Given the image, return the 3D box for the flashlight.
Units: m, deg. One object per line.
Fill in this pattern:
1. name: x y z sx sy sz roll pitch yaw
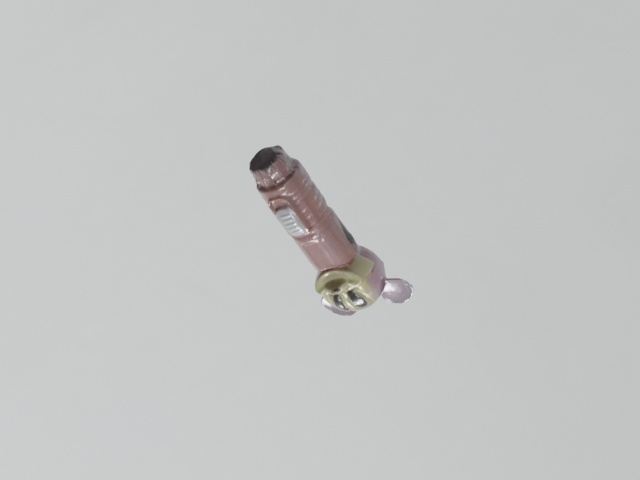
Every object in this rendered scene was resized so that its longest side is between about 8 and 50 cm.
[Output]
1. flashlight: 0.000 0.000 0.729 0.052 0.110 0.031 -14 -141 30
